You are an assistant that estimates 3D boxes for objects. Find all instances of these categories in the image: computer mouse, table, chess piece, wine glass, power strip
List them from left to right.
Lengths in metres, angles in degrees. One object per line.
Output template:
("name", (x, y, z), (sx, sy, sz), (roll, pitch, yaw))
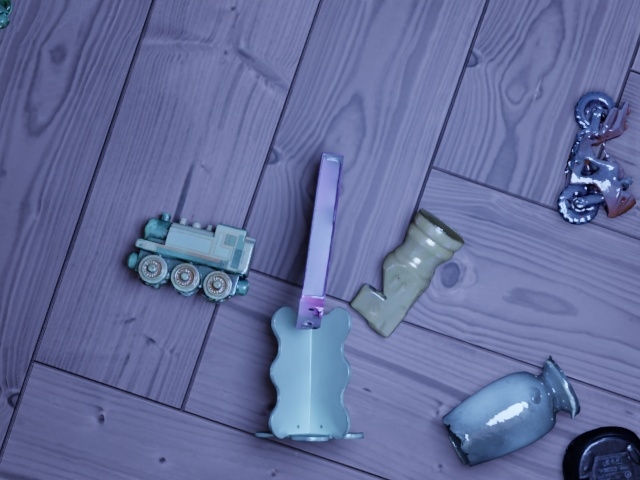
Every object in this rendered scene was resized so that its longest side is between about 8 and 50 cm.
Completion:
("table", (-0.015, 0.201, 1.606), (0.166, 0.166, 0.198), (1, 83, -1))
("power strip", (0.000, 0.000, 1.559), (0.037, 0.109, 0.279), (8, 59, 0))
("chess piece", (0.133, 0.055, 1.641), (0.090, 0.090, 0.200), (35, 102, -2))
("wine glass", (0.296, 0.268, 1.627), (0.204, 0.111, 0.111), (-26, 92, -3))
("computer mouse", (0.457, 0.406, 1.644), (0.137, 0.096, 0.233), (-5, 88, -6))

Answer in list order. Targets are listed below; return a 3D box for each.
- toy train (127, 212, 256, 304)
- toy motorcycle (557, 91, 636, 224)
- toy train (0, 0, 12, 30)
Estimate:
("toy train", (-0.199, 0.026, 1.632), (0.194, 0.081, 0.125), (15, 81, 1))
("toy motorcycle", (0.442, -0.123, 1.635), (0.118, 0.084, 0.212), (11, 87, 7))
("toy train", (-0.558, -0.385, 1.614), (0.104, 0.071, 0.178), (-38, 91, 8))
